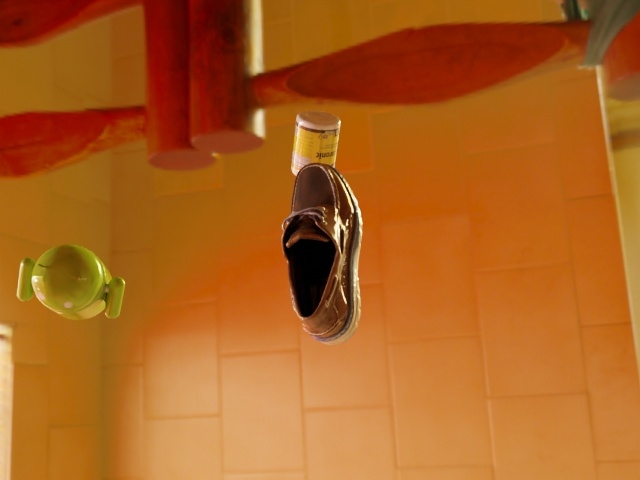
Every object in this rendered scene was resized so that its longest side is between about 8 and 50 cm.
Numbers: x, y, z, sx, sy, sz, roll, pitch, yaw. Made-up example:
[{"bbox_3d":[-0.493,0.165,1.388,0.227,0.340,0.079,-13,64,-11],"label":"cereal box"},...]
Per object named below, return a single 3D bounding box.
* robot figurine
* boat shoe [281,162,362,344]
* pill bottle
[{"bbox_3d":[-0.241,0.041,0.756,0.101,0.067,0.115,14,165,-3],"label":"robot figurine"},{"bbox_3d":[0.000,0.000,0.709,0.066,0.183,0.066,-18,152,19],"label":"boat shoe"},{"bbox_3d":[-0.009,-0.125,1.128,0.065,0.116,0.065,6,-153,-3],"label":"pill bottle"}]
